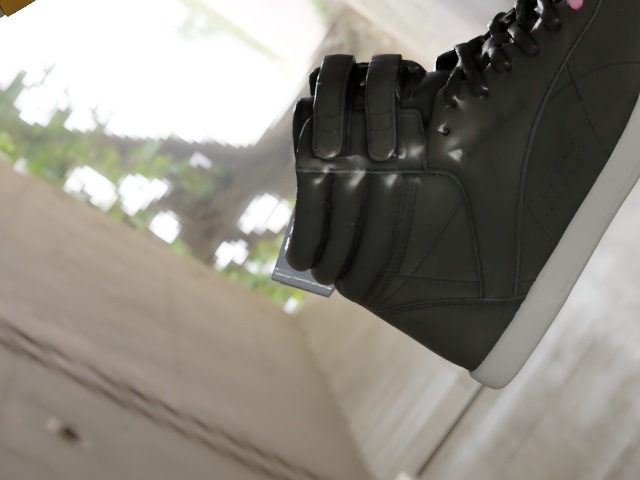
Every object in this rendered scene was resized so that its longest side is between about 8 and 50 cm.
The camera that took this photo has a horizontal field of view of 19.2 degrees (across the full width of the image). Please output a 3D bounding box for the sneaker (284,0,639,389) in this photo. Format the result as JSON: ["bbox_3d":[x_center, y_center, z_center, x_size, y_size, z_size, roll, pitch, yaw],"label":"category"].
[{"bbox_3d":[0.072,-0.070,0.849,0.146,0.296,0.105,21,-148,-5],"label":"sneaker"}]

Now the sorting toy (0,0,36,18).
[{"bbox_3d":[-0.220,-0.254,1.514,0.038,0.208,0.193,60,175,21],"label":"sorting toy"}]

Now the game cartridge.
[{"bbox_3d":[0.000,0.000,1.456,0.056,0.083,0.017,17,160,-1],"label":"game cartridge"}]
